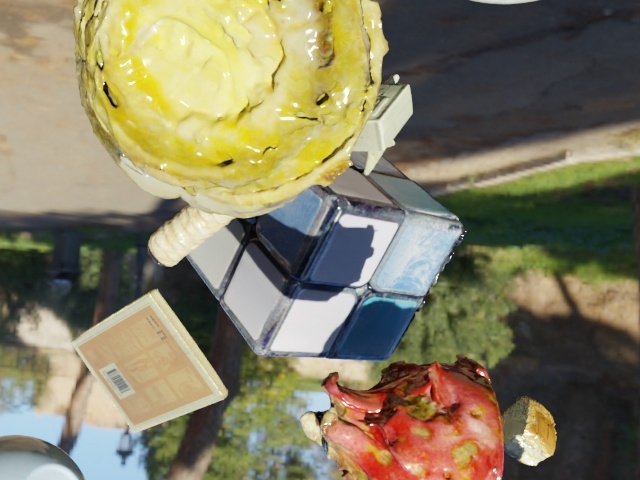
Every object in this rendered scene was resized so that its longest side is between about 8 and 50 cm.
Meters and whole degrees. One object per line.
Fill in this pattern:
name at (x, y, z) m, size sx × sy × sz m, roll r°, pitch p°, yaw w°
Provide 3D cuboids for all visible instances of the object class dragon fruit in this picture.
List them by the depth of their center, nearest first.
dragon fruit at (0.089, 0.204, 1.014) m, size 0.212 × 0.134 × 0.262 m, roll 9°, pitch -150°, yaw -12°

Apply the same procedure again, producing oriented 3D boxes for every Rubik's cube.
Rubik's cube at (0.000, 0.000, 1.612) m, size 0.319 × 0.316 × 0.313 m, roll 11°, pitch -154°, yaw -41°

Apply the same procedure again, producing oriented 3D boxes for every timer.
timer at (-0.356, 0.283, 0.916) m, size 0.256 × 0.175 × 0.175 m, roll -12°, pitch 174°, yaw 11°

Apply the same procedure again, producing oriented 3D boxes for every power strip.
power strip at (0.064, -0.156, 1.072) m, size 0.075 × 0.042 × 0.175 m, roll 4°, pitch -147°, yaw 24°

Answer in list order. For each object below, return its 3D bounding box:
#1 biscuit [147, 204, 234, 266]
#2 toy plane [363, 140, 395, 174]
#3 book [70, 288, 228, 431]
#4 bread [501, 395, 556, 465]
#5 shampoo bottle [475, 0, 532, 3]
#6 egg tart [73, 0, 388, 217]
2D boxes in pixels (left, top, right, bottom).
biscuit at (-0.150, -0.039, 1.225) m, size 0.219 × 0.061 × 0.055 m, roll -35°, pitch -170°, yaw 21°
toy plane at (0.024, -0.221, 1.192) m, size 0.108 × 0.286 × 0.092 m, roll -15°, pitch -151°, yaw 38°
book at (-0.241, 0.172, 1.252) m, size 0.242 × 0.170 × 0.018 m, roll -28°, pitch -171°, yaw 45°
bread at (0.326, 0.296, 1.420) m, size 0.070 × 0.083 × 0.076 m, roll 29°, pitch 130°, yaw -15°
shampoo bottle at (0.199, -0.416, 0.948) m, size 0.323 × 0.322 × 0.317 m, roll 5°, pitch -149°, yaw 11°
egg tart at (-0.086, -0.141, 0.721) m, size 0.279 × 0.278 × 0.095 m, roll 5°, pitch -158°, yaw 16°
